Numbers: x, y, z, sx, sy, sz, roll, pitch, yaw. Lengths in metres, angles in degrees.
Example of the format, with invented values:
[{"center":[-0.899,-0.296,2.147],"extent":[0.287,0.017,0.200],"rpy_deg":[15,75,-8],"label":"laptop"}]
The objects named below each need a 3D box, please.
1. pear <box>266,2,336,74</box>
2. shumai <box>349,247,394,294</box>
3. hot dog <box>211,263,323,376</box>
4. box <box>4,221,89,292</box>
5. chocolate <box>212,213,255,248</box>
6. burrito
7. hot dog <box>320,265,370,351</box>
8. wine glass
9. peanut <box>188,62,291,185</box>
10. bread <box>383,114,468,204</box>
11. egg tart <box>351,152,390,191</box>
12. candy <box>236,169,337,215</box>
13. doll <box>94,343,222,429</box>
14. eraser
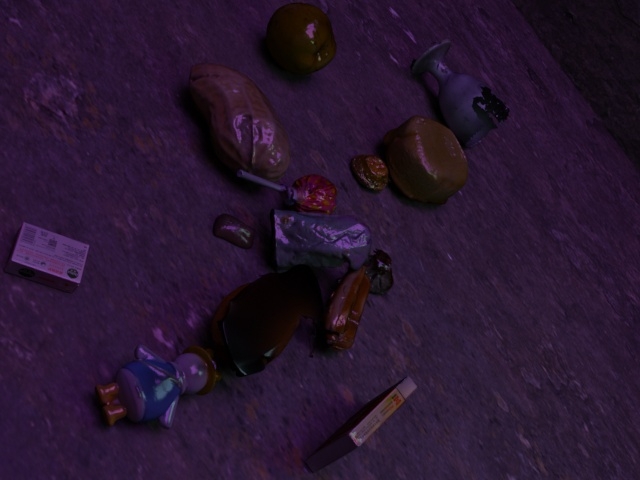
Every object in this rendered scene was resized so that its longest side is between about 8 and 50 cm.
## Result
[{"center":[-0.056,-0.558,2.006],"extent":[0.200,0.200,0.199],"rpy_deg":[22,48,-27],"label":"pear"},{"center":[0.142,0.069,1.777],"extent":[0.124,0.087,0.098],"rpy_deg":[12,52,-36],"label":"shumai"},{"center":[-0.118,0.173,1.471],"extent":[0.326,0.107,0.194],"rpy_deg":[-12,78,-54],"label":"hot dog"},{"center":[-0.487,0.031,1.301],"extent":[0.125,0.043,0.089],"rpy_deg":[24,47,-26],"label":"box"},{"center":[-0.185,-0.022,1.608],"extent":[0.101,0.031,0.064],"rpy_deg":[30,50,-22],"label":"chocolate"},{"center":[0.000,0.000,1.629],"extent":[0.229,0.089,0.143],"rpy_deg":[0,90,-7],"label":"burrito"},{"center":[0.057,0.145,1.641],"extent":[0.269,0.072,0.109],"rpy_deg":[-65,149,-53],"label":"hot dog"},{"center":[0.455,-0.478,2.382],"extent":[0.191,0.190,0.357],"rpy_deg":[-22,71,-47],"label":"wine glass"},{"center":[-0.188,-0.276,1.707],"extent":[0.174,0.158,0.339],"rpy_deg":[-20,67,-15],"label":"peanut"},{"center":[0.302,-0.226,2.089],"extent":[0.270,0.148,0.269],"rpy_deg":[22,51,-31],"label":"bread"},{"center":[0.146,-0.193,2.002],"extent":[0.130,0.052,0.130],"rpy_deg":[24,44,-25],"label":"egg tart"},{"center":[-0.077,-0.115,1.631],"extent":[0.365,0.124,0.124],"rpy_deg":[17,46,-61],"label":"candy"},{"center":[-0.272,0.251,1.283],"extent":[0.241,0.098,0.135],"rpy_deg":[-13,47,-46],"label":"doll"},{"center":[0.085,0.365,1.455],"extent":[0.038,0.157,0.230],"rpy_deg":[52,42,7],"label":"eraser"}]
